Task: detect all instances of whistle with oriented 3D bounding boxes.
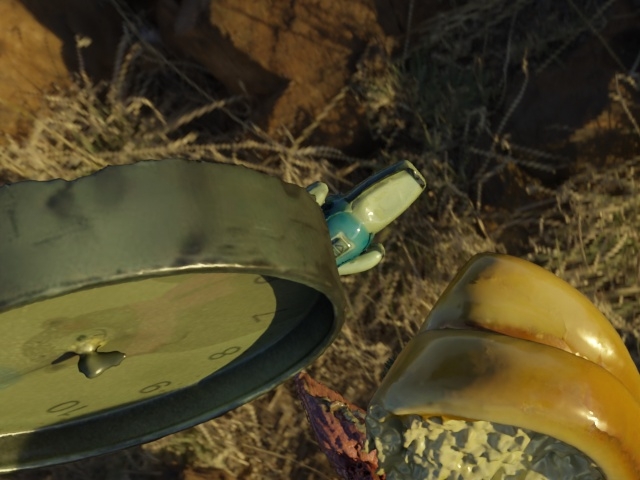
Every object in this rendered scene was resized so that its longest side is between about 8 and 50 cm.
[{"bbox_3d":[0.000,0.000,1.055,0.236,0.114,0.077,-38,24,14],"label":"whistle"}]

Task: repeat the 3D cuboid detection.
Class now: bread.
[{"bbox_3d":[0.223,0.217,1.293,0.329,0.424,0.245,-16,48,15],"label":"bread"}]

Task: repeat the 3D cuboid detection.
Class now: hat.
[{"bbox_3d":[0.063,0.322,1.712,0.107,0.237,0.286,-49,24,13],"label":"hat"}]

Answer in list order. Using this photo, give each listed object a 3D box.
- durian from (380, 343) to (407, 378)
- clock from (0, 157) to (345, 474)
[{"bbox_3d":[0.281,0.248,1.954,0.356,0.169,0.157,5,51,12],"label":"durian"},{"bbox_3d":[-0.121,0.053,0.549,0.281,0.280,0.055,-22,68,9],"label":"clock"}]
